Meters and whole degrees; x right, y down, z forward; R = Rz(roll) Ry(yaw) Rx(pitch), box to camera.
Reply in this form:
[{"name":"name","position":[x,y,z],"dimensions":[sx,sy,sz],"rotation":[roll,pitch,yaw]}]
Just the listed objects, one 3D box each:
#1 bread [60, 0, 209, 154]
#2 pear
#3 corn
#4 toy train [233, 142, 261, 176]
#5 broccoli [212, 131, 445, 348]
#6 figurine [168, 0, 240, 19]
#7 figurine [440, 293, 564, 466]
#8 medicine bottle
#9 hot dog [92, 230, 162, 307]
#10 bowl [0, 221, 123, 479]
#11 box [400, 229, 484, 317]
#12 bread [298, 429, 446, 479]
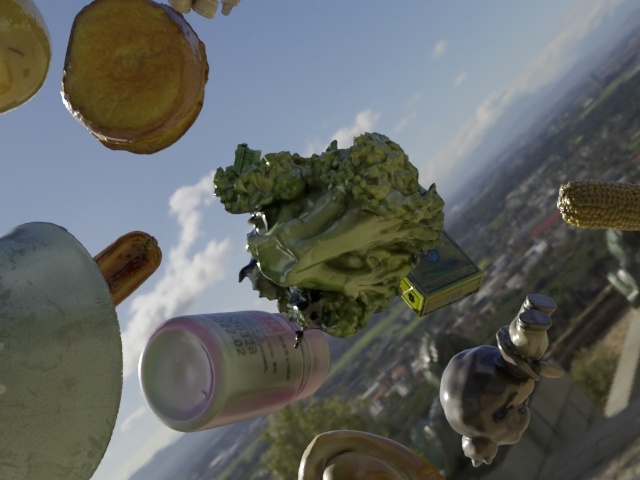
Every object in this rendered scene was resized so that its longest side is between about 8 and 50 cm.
[{"name":"bread","position":[-0.305,-0.276,1.488],"dimensions":[0.268,0.268,0.146],"rotation":[-44,0,3]},{"name":"pear","position":[-0.673,-0.371,1.743],"dimensions":[0.309,0.309,0.309],"rotation":[-44,-3,-3]},{"name":"corn","position":[0.568,-0.062,1.672],"dimensions":[0.091,0.260,0.091],"rotation":[94,180,-62]},{"name":"toy train","position":[-0.159,-0.159,1.926],"dimensions":[0.038,0.056,0.093],"rotation":[-37,-39,-77]},{"name":"broccoli","position":[0.009,0.005,1.311],"dimensions":[0.348,0.293,0.281],"rotation":[-9,6,35]},{"name":"figurine","position":[-0.149,-0.481,1.408],"dimensions":[0.256,0.182,0.144],"rotation":[-57,14,30]},{"name":"figurine","position":[0.389,0.290,1.960],"dimensions":[0.248,0.203,0.380],"rotation":[-99,30,-56]},{"name":"medicine bottle","position":[-0.158,0.249,1.817],"dimensions":[0.219,0.219,0.388],"rotation":[-45,-23,24]},{"name":"hot dog","position":[-0.400,0.075,1.689],"dimensions":[0.249,0.100,0.068],"rotation":[-39,8,7]},{"name":"bowl","position":[-0.360,0.132,0.939],"dimensions":[0.146,0.313,0.313],"rotation":[5,-43,-51]},{"name":"box","position":[0.187,0.032,1.723],"dimensions":[0.141,0.220,0.064],"rotation":[-20,-37,-23]},{"name":"bread","position":[0.110,0.572,1.822],"dimensions":[0.329,0.424,0.245],"rotation":[-45,-42,-3]}]
